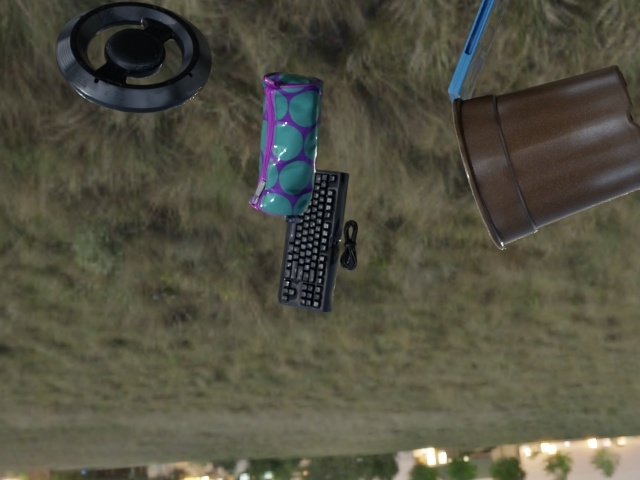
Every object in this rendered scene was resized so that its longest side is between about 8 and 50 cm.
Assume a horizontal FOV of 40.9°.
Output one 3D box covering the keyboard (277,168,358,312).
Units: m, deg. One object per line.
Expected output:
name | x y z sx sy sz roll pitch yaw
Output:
keyboard | 0.000 0.000 1.100 0.108 0.180 0.023 8 -177 25

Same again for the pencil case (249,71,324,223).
pencil case | -0.036 -0.099 0.896 0.070 0.152 0.064 -15 -148 -41

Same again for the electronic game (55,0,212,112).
electronic game | -0.277 -0.278 1.286 0.229 0.229 0.048 -1 145 -16

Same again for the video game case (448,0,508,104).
video game case | 0.184 -0.232 0.971 0.015 0.166 0.119 22 -178 12

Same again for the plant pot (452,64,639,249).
plant pot | 0.240 -0.094 0.877 0.165 0.167 0.167 -18 162 20
